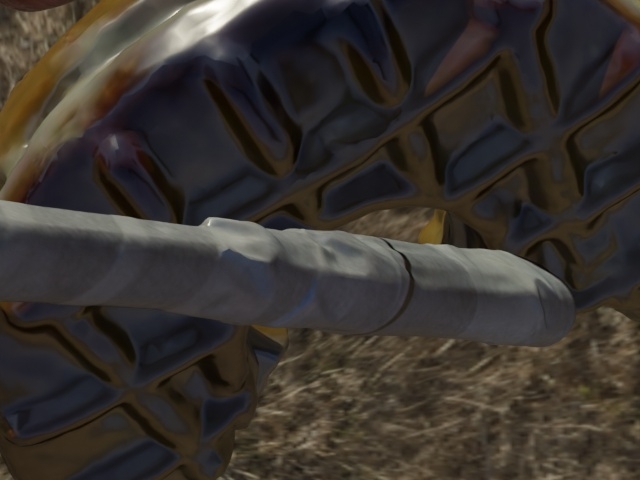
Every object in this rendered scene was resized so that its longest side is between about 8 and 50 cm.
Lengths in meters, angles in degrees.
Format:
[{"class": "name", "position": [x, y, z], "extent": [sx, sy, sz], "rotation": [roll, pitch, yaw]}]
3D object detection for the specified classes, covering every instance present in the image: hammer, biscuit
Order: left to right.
[{"class": "hammer", "position": [-0.031, 0.012, 0.374], "extent": [0.152, 0.427, 0.044], "rotation": [33, 103, 33]}, {"class": "biscuit", "position": [0.002, -0.016, 0.689], "extent": [0.366, 0.115, 0.268], "rotation": [-28, 130, -3]}]

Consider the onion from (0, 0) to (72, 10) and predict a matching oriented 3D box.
[{"class": "onion", "position": [-0.327, -0.332, 1.718], "extent": [0.227, 0.283, 0.120], "rotation": [36, 118, 18]}]
